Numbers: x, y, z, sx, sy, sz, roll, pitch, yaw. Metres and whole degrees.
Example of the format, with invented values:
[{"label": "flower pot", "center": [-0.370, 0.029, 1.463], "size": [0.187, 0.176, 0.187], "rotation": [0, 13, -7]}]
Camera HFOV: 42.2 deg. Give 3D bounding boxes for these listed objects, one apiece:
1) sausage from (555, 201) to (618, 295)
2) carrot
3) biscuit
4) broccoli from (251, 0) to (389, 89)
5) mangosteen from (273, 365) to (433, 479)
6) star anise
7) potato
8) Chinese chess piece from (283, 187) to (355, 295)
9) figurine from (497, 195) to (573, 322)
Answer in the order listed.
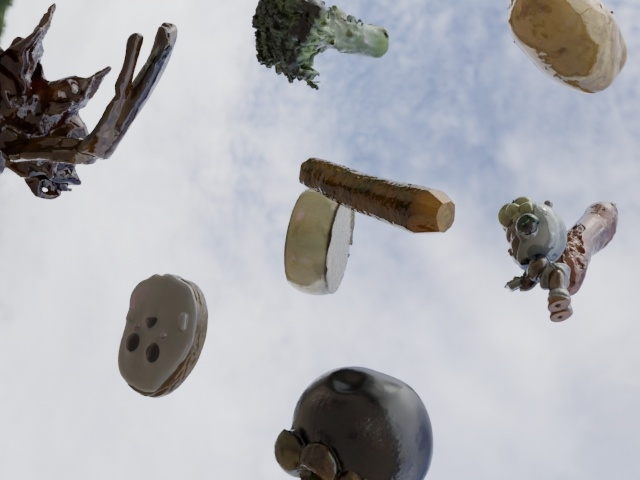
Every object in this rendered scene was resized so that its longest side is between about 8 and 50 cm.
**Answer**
[{"label": "sausage", "center": [0.443, 0.009, 1.405], "size": [0.078, 0.304, 0.078], "rotation": [14, -62, 28]}, {"label": "carrot", "center": [0.042, -0.042, 0.717], "size": [0.170, 0.042, 0.042], "rotation": [24, -76, 43]}, {"label": "biscuit", "center": [-0.268, 0.153, 1.368], "size": [0.181, 0.049, 0.208], "rotation": [0, -110, 37]}, {"label": "broccoli", "center": [0.016, -0.366, 1.473], "size": [0.145, 0.304, 0.165], "rotation": [44, -57, 32]}, {"label": "mangosteen", "center": [0.026, 0.189, 0.749], "size": [0.137, 0.151, 0.137], "rotation": [32, -36, 27]}, {"label": "star anise", "center": [-0.260, -0.118, 0.693], "size": [0.346, 0.237, 0.148], "rotation": [-9, -140, 24]}, {"label": "potato", "center": [0.300, -0.252, 1.009], "size": [0.109, 0.178, 0.118], "rotation": [-33, -147, 47]}, {"label": "Chinese chess piece", "center": [0.000, 0.000, 0.910], "size": [0.051, 0.122, 0.122], "rotation": [10, -86, 13]}, {"label": "figurine", "center": [0.299, 0.022, 1.155], "size": [0.093, 0.147, 0.197], "rotation": [-6, -131, 14]}]
